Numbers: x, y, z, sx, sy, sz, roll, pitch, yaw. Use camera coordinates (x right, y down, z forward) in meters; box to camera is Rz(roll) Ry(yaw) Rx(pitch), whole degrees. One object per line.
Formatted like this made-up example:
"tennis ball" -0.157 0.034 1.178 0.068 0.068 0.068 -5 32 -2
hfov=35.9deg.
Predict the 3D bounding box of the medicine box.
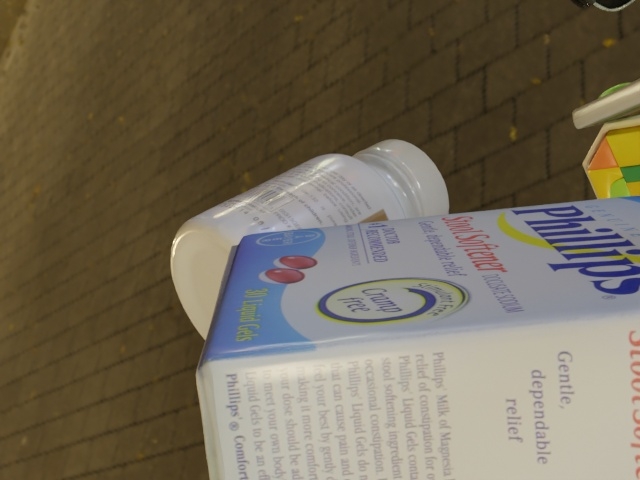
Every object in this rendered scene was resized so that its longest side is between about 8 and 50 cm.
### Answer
"medicine box" 0.093 0.079 0.560 0.263 0.289 0.149 -95 -2 -78

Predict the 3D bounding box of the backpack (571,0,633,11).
"backpack" 0.260 -0.364 0.869 0.253 0.225 0.191 -46 31 26

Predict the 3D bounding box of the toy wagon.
"toy wagon" 0.502 -0.084 1.234 0.344 0.267 0.068 -4 34 48

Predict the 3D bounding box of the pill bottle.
"pill bottle" 0.000 0.000 0.834 0.131 0.229 0.131 27 132 35

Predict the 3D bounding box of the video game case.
"video game case" 0.367 -0.152 0.941 0.212 0.193 0.023 160 97 -84
